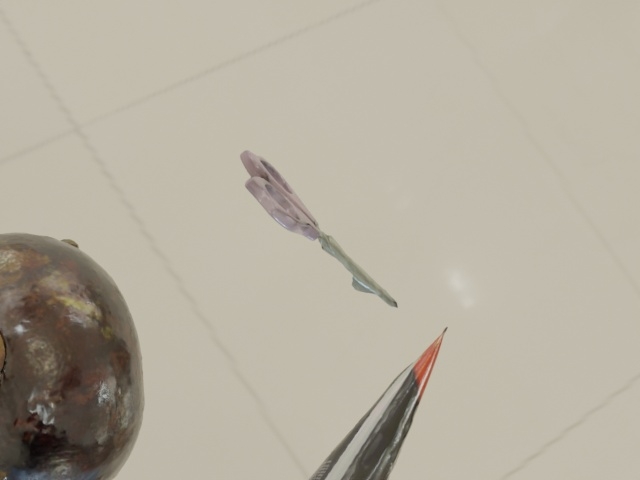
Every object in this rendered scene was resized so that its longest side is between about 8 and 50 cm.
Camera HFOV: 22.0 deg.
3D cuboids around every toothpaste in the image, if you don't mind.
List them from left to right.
[{"bbox_3d":[0.011,0.127,0.819,0.045,0.071,0.193,33,61,6],"label":"toothpaste"}]

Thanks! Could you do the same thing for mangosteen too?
[{"bbox_3d":[-0.224,0.094,1.089,0.217,0.192,0.192,-7,69,-38],"label":"mangosteen"}]

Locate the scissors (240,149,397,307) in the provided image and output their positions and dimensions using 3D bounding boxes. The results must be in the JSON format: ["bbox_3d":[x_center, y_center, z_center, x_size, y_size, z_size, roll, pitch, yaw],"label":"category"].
[{"bbox_3d":[0.000,0.000,1.510,0.212,0.021,0.110,45,13,-28],"label":"scissors"}]
